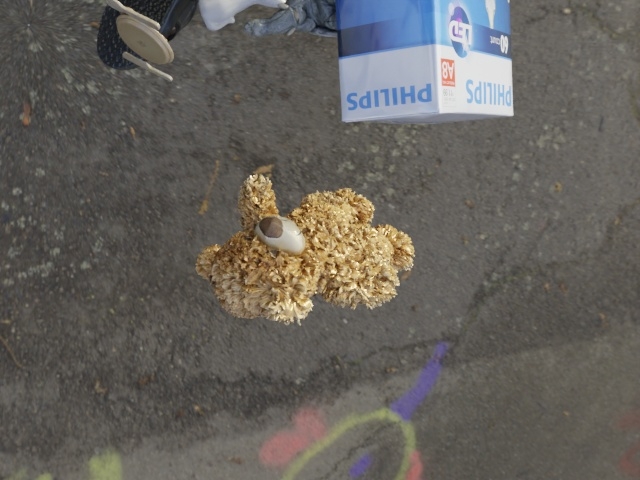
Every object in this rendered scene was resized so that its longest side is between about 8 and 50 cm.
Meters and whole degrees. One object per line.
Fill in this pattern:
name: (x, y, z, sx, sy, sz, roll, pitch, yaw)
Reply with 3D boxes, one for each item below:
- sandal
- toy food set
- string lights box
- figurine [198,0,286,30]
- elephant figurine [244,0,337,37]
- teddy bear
sandal: (-0.313, -0.513, 1.428, 0.446, 0.167, 0.107, -37, 162, 28)
toy food set: (-0.332, -0.388, 1.283, 0.133, 0.192, 0.038, 29, 71, 4)
string lights box: (0.071, -0.213, 0.468, 0.133, 0.077, 0.259, -14, 102, -54)
figurine: (-0.193, -0.619, 1.571, 0.210, 0.092, 0.214, -13, 114, 8)
elephant figurine: (-0.009, -0.494, 1.434, 0.186, 0.240, 0.169, 17, 79, -54)
teddy bear: (0.000, 0.000, 0.897, 0.338, 0.245, 0.113, 1, 139, -41)
